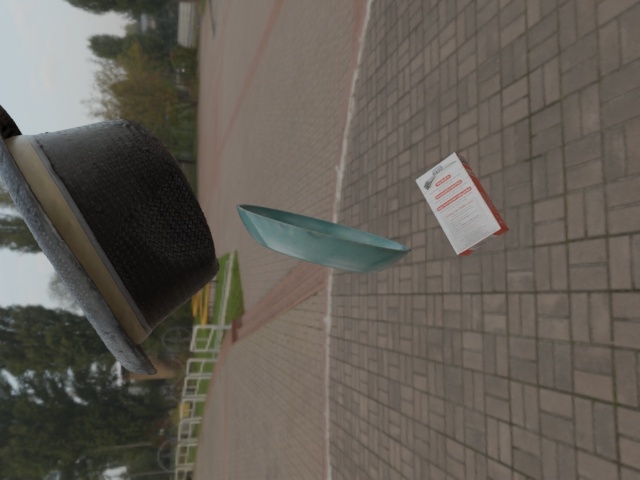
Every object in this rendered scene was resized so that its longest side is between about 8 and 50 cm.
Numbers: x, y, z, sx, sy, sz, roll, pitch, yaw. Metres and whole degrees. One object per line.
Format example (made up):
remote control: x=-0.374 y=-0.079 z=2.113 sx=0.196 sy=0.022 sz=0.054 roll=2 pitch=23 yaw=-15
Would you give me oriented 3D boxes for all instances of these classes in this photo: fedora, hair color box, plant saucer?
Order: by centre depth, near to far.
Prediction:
plant saucer: x=0.000 y=0.000 z=0.346 sx=0.119 sy=0.119 sz=0.021 roll=-147 pitch=70 yaw=-71
fedora: x=-0.220 y=-0.025 z=0.573 sx=0.334 sy=0.152 sz=0.334 roll=48 pitch=158 yaw=27
hair color box: x=0.259 y=-0.066 z=0.951 sx=0.093 sy=0.053 sz=0.167 roll=-36 pitch=68 yaw=29
